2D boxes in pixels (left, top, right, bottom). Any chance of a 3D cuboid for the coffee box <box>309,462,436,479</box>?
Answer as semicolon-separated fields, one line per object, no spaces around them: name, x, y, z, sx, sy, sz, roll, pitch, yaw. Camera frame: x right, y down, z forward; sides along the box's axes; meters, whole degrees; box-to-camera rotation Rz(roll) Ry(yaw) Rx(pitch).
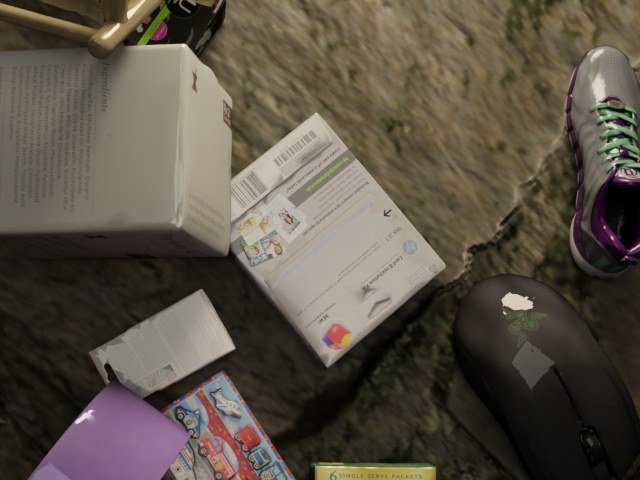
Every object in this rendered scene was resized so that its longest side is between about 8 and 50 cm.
coffee box;0.044;0.288;0.971;0.113;0.040;0.184;3;82;-5

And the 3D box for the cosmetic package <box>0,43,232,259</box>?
cosmetic package;-0.180;-0.068;0.925;0.184;0.151;0.151;0;82;10

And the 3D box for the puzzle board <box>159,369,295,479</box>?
puzzle board;-0.092;0.195;0.986;0.096;0.011;0.128;-33;86;-10

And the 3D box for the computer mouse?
computer mouse;0.228;0.146;0.996;0.188;0.072;0.272;-35;87;-9

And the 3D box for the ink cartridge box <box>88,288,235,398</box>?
ink cartridge box;-0.140;0.098;0.986;0.115;0.029;0.062;-29;86;-8

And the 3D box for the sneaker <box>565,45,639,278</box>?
sneaker;0.279;-0.079;1.019;0.083;0.098;0.223;0;82;-6

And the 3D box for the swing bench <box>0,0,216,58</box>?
swing bench;-0.216;-0.283;0.914;0.253;0.254;0.165;18;118;15

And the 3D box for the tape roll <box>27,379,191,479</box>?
tape roll;-0.191;0.210;0.883;0.080;0.189;0.189;36;80;0

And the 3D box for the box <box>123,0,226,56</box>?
box;-0.134;-0.197;1.016;0.062;0.052;0.083;33;79;0

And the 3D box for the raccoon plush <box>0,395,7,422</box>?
raccoon plush;-0.479;0.199;0.898;0.446;0.299;0.216;-24;102;23

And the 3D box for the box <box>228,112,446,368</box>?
box;0.000;0.000;1.009;0.145;0.038;0.186;-40;86;-9
